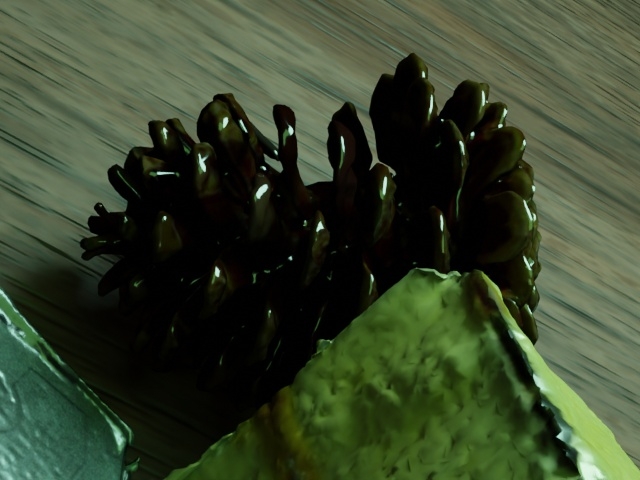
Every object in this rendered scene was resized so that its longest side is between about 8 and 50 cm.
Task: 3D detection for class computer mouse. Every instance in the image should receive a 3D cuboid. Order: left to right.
[{"bbox_3d":[-0.194,0.100,0.591,0.231,0.071,0.126,46,30,-8],"label":"computer mouse"}]

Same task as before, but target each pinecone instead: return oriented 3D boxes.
[{"bbox_3d":[-0.001,-0.002,0.677,0.292,0.246,0.246,5,54,-19],"label":"pinecone"}]

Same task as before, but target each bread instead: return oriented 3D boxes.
[{"bbox_3d":[0.017,0.162,0.483,0.198,0.263,0.236,45,14,0],"label":"bread"}]
